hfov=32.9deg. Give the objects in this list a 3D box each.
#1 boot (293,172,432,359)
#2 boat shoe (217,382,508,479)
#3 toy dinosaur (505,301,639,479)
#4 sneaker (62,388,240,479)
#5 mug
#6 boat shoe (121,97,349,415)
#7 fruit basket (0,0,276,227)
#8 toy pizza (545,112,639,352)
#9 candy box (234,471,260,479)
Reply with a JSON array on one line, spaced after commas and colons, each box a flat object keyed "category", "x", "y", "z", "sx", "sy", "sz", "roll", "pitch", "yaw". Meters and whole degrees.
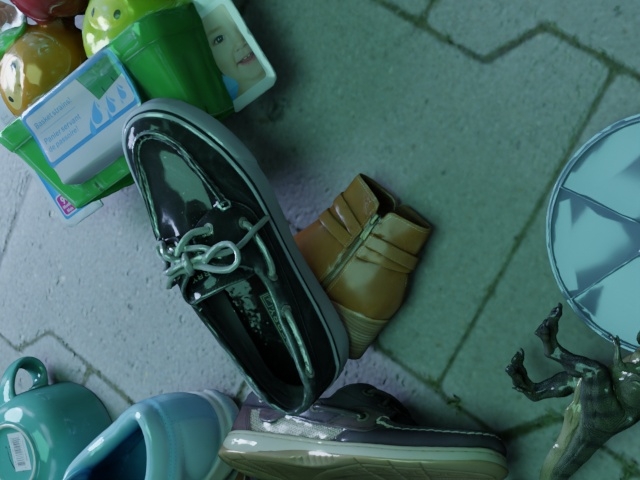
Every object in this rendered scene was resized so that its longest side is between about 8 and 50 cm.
[{"category": "boot", "x": 0.000, "y": 0.000, "z": 1.023, "sx": 0.197, "sy": 0.073, "sz": 0.152, "roll": 32, "pitch": 112, "yaw": 12}, {"category": "boat shoe", "x": 0.036, "y": 0.176, "z": 1.004, "sx": 0.285, "sy": 0.103, "sz": 0.092, "roll": -5, "pitch": 60, "yaw": 31}, {"category": "toy dinosaur", "x": 0.214, "y": 0.119, "z": 0.880, "sx": 0.118, "sy": 0.064, "sz": 0.268, "roll": 39, "pitch": 127, "yaw": 10}, {"category": "sneaker", "x": -0.238, "y": 0.290, "z": 1.133, "sx": 0.135, "sy": 0.150, "sz": 0.366, "roll": 46, "pitch": 110, "yaw": 36}, {"category": "mug", "x": -0.321, "y": 0.224, "z": 1.224, "sx": 0.158, "sy": 0.097, "sz": 0.129, "roll": 33, "pitch": 111, "yaw": 24}, {"category": "boat shoe", "x": -0.089, "y": 0.017, "z": 0.958, "sx": 0.113, "sy": 0.105, "sz": 0.306, "roll": -24, "pitch": 99, "yaw": 27}, {"category": "fruit basket", "x": -0.253, "y": -0.222, "z": 1.070, "sx": 0.327, "sy": 0.165, "sz": 0.353, "roll": -30, "pitch": 100, "yaw": 30}, {"category": "toy pizza", "x": 0.281, "y": -0.005, "z": 0.872, "sx": 0.201, "sy": 0.032, "sz": 0.201, "roll": 3, "pitch": 96, "yaw": 30}, {"category": "candy box", "x": -0.093, "y": 0.327, "z": 1.088, "sx": 0.053, "sy": 0.109, "sz": 0.186, "roll": 24, "pitch": 110, "yaw": -13}]
